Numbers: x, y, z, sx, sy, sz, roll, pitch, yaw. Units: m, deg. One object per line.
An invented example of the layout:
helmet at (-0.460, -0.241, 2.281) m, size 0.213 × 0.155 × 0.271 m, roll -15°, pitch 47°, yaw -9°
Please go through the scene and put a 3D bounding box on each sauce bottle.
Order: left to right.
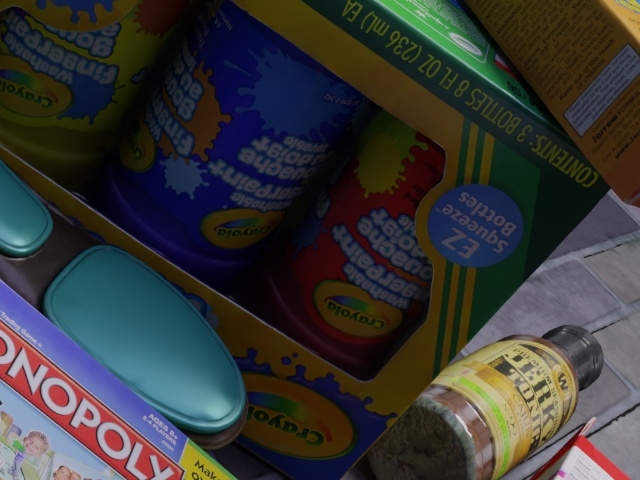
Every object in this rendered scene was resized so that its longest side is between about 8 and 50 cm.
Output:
sauce bottle at (0.173, 0.148, 1.079) m, size 0.111 × 0.111 × 0.344 m, roll 47°, pitch 32°, yaw 16°

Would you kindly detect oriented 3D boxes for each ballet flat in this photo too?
ballet flat at (-0.204, 0.041, 0.808) m, size 0.342 × 0.124 × 0.116 m, roll 39°, pitch 41°, yaw -3°

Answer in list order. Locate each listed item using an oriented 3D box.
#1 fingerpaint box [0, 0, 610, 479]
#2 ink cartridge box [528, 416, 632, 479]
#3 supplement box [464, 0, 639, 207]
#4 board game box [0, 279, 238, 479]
fingerpaint box at (-0.066, -0.072, 0.868) m, size 0.445 × 0.371 × 0.163 m, roll 35°, pitch 30°, yaw -6°
ink cartridge box at (0.180, 0.248, 0.921) m, size 0.078 × 0.134 × 0.231 m, roll 42°, pitch 31°, yaw 10°
supplement box at (0.182, -0.122, 0.755) m, size 0.078 × 0.080 × 0.233 m, roll 10°, pitch 38°, yaw -42°
board game box at (-0.169, 0.142, 0.635) m, size 0.317 × 0.046 × 0.213 m, roll 43°, pitch 30°, yaw -17°
